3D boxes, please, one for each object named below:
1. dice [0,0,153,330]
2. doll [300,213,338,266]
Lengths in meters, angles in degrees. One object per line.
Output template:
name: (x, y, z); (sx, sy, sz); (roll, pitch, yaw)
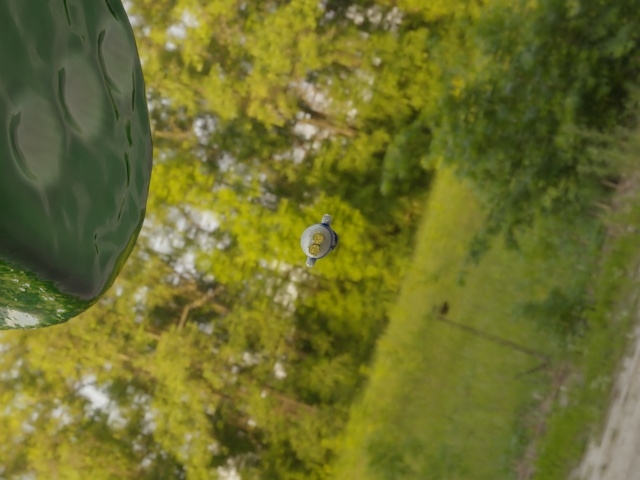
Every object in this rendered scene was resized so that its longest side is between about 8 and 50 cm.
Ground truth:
dice: (-0.314, -0.097, 0.823); (0.297, 0.287, 0.300); (54, -146, -69)
doll: (0.000, 0.000, 1.855); (0.143, 0.058, 0.098); (-19, -50, -82)
